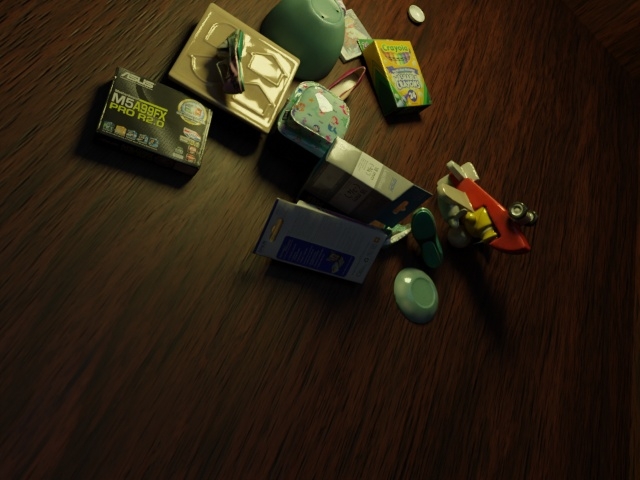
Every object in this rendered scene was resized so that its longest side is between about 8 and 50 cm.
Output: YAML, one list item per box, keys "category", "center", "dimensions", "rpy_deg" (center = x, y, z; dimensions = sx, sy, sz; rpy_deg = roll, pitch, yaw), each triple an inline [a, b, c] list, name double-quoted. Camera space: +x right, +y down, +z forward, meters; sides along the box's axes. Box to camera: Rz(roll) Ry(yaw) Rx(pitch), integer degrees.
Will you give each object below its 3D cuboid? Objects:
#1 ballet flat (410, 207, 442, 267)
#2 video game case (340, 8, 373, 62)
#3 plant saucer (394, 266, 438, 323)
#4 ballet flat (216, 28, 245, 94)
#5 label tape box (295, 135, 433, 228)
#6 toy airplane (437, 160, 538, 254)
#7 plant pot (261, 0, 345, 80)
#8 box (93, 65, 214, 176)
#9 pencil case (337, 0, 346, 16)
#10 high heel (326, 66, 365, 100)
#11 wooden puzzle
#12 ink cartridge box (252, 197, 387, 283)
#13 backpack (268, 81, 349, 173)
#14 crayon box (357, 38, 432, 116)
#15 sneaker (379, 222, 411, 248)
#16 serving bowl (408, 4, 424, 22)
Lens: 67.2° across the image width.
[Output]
- category: "ballet flat"
  center: [0.358, -0.021, 1.640]
  dimensions: [0.087, 0.083, 0.247]
  rpy_deg: [-83, 154, -55]
- category: "video game case"
  center: [0.106, -0.789, 1.852]
  dimensions: [0.201, 0.023, 0.183]
  rpy_deg: [-37, 93, -37]
- category: "plant saucer"
  center: [0.332, 0.178, 1.611]
  dimensions: [0.195, 0.037, 0.195]
  rpy_deg: [13, 65, -28]
- category: "ballet flat"
  center: [-0.259, -0.518, 1.387]
  dimensions: [0.079, 0.077, 0.221]
  rpy_deg: [-3, 72, -3]
- category: "label tape box"
  center: [0.124, -0.128, 1.444]
  dimensions: [0.334, 0.240, 0.106]
  rpy_deg: [29, 57, -10]
- category: "toy airplane"
  center: [0.547, -0.102, 1.749]
  dimensions: [0.386, 0.272, 0.384]
  rpy_deg: [34, 19, -7]
- category: "plant pot"
  center: [-0.030, -0.724, 1.634]
  dimensions: [0.290, 0.195, 0.290]
  rpy_deg: [12, 66, -28]
- category: "box"
  center: [-0.441, -0.317, 1.298]
  dimensions: [0.270, 0.060, 0.216]
  rpy_deg: [19, 63, -26]
- category: "pencil case"
  center: [0.028, -0.908, 1.798]
  dimensions: [0.088, 0.086, 0.206]
  rpy_deg: [-18, 67, 1]
- category: "high heel"
  center: [0.069, -0.516, 1.663]
  dimensions: [0.082, 0.117, 0.244]
  rpy_deg: [49, 54, -7]
- category: "wooden puzzle"
  center: [-0.256, -0.515, 1.473]
  dimensions: [0.322, 0.080, 0.347]
  rpy_deg: [28, 60, -19]
- category: "ink cartridge box"
  center: [0.000, 0.000, 1.391]
  dimensions: [0.371, 0.175, 0.069]
  rpy_deg: [17, 19, -28]
- category: "backpack"
  center: [-0.020, -0.370, 1.509]
  dimensions: [0.225, 0.191, 0.253]
  rpy_deg: [29, 57, -15]
- category: "crayon box"
  center: [0.289, -0.652, 1.863]
  dimensions: [0.203, 0.083, 0.322]
  rpy_deg: [-16, 85, -36]
- category: "sneaker"
  center: [0.251, -0.036, 1.629]
  dimensions: [0.166, 0.065, 0.076]
  rpy_deg: [-26, 82, -39]
- category: "serving bowl"
  center: [0.418, -0.993, 2.127]
  dimensions: [0.083, 0.027, 0.083]
  rpy_deg: [13, 65, -28]
